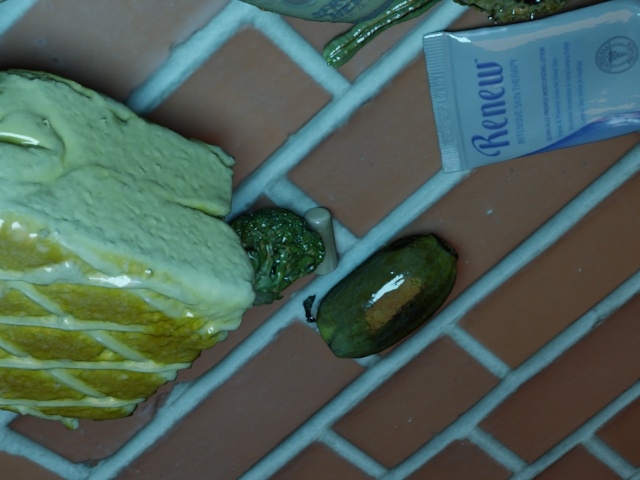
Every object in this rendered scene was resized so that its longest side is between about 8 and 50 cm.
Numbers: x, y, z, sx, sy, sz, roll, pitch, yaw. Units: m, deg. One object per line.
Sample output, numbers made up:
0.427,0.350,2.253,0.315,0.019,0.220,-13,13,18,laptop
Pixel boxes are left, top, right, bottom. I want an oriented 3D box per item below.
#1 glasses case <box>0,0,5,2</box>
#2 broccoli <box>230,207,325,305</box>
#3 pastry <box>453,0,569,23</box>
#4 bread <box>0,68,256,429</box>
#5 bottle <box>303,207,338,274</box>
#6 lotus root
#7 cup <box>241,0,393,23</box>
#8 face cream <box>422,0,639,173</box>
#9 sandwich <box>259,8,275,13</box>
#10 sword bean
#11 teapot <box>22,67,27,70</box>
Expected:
-0.305,-0.349,1.362,0.194,0.070,0.102,-24,127,-1,glasses case
-0.073,0.022,1.669,0.146,0.137,0.162,32,147,-28,broccoli
0.229,-0.401,1.446,0.275,0.193,0.274,5,119,9,pastry
-0.332,0.019,1.439,0.390,0.279,0.371,23,136,-32,bread
0.000,0.000,1.726,0.045,0.045,0.096,-13,125,-9,bottle
0.099,0.084,1.770,0.241,0.123,0.124,-37,136,12,lotus root
-0.015,-0.398,1.368,0.257,0.227,0.301,18,87,-46,cup
0.363,-0.230,1.661,0.421,0.137,0.234,-11,129,4,face cream
-0.099,-0.320,1.451,0.135,0.067,0.029,25,117,-36,sandwich
0.120,-0.307,1.555,0.269,0.038,0.043,-30,103,4,sword bean
-0.334,-0.168,1.478,0.110,0.080,0.085,38,77,-22,teapot
